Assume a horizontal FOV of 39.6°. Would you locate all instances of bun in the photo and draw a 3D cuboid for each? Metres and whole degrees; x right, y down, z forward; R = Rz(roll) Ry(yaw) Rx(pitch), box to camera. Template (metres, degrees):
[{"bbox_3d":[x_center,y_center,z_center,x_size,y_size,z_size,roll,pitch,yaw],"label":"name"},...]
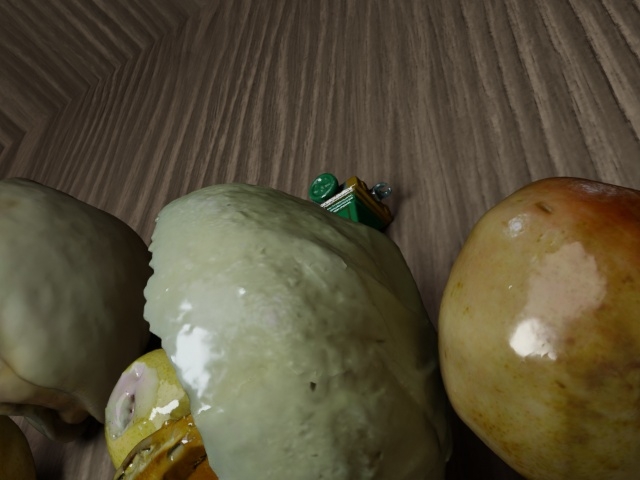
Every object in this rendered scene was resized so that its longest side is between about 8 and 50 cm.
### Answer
[{"bbox_3d":[0.005,0.106,0.765,0.202,0.364,0.364,-22,31,1],"label":"bun"}]

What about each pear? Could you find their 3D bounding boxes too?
[{"bbox_3d":[-0.160,0.204,1.003,0.178,0.178,0.178,-30,32,21],"label":"pear"}]

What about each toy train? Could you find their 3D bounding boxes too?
[{"bbox_3d":[0.000,0.000,1.167,0.227,0.091,0.136,-31,41,18],"label":"toy train"}]

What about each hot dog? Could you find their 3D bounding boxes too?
[{"bbox_3d":[-0.158,0.261,0.893,0.269,0.115,0.072,-46,10,34],"label":"hot dog"}]

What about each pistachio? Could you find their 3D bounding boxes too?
[{"bbox_3d":[-0.370,0.094,1.226,0.281,0.365,0.445,-18,-4,11],"label":"pistachio"}]

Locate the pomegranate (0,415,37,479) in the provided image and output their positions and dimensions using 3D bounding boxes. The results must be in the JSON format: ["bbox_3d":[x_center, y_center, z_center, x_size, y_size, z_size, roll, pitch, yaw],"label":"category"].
[{"bbox_3d":[-0.506,0.323,1.170,0.264,0.264,0.264,-30,32,21],"label":"pomegranate"}]

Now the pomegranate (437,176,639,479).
[{"bbox_3d":[0.203,0.070,0.676,0.229,0.252,0.270,-61,32,6],"label":"pomegranate"}]
